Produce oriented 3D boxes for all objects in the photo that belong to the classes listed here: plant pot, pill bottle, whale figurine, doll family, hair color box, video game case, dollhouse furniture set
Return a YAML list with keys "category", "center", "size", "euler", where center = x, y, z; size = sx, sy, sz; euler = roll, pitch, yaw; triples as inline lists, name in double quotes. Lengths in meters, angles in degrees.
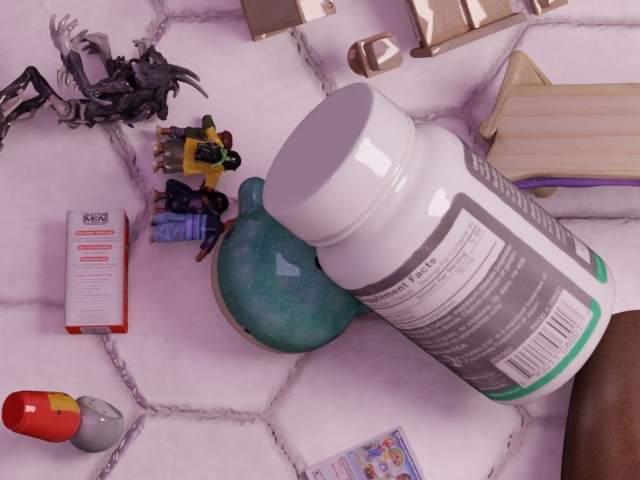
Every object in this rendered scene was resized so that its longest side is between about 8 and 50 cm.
- category: "plant pot"
  center: [0.356, 0.200, 1.848]
  size: [0.215, 0.215, 0.230]
  euler: [-2, 58, 1]
- category: "pill bottle"
  center: [0.127, 0.003, 1.819]
  size: [0.361, 0.204, 0.204]
  euler: [38, 75, -23]
- category: "whale figurine"
  center: [0.000, 0.000, 1.929]
  size: [0.216, 0.141, 0.272]
  euler: [44, 65, -11]
- category: "doll family"
  center: [-0.142, -0.064, 2.002]
  size: [0.111, 0.076, 0.193]
  euler: [2, 78, -2]
- category: "hair color box"
  center: [-0.261, 0.037, 1.986]
  size: [0.072, 0.043, 0.141]
  euler: [-1, 74, 2]
- category: "video game case"
  center: [0.055, 0.273, 1.919]
  size: [0.122, 0.011, 0.087]
  euler: [-24, 73, -5]
- category: "dollhouse furniture set"
  center: [0.080, -0.369, 2.054]
  size: [0.355, 0.174, 0.303]
  euler: [-22, 100, -22]

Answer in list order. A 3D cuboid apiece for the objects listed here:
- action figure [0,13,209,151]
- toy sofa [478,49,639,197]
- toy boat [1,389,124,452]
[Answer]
- category: "action figure"
  center: [-0.278, -0.193, 2.001]
  size: [0.276, 0.164, 0.141]
  euler: [-12, 77, 4]
- category: "toy sofa"
  center: [0.362, -0.103, 1.865]
  size: [0.362, 0.150, 0.177]
  euler: [2, 65, 40]
- category: "toy boat"
  center: [-0.260, 0.310, 1.838]
  size: [0.267, 0.148, 0.318]
  euler: [-27, 61, 34]
